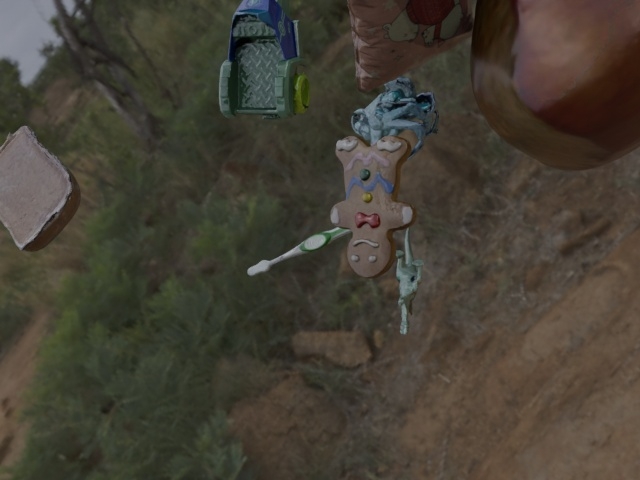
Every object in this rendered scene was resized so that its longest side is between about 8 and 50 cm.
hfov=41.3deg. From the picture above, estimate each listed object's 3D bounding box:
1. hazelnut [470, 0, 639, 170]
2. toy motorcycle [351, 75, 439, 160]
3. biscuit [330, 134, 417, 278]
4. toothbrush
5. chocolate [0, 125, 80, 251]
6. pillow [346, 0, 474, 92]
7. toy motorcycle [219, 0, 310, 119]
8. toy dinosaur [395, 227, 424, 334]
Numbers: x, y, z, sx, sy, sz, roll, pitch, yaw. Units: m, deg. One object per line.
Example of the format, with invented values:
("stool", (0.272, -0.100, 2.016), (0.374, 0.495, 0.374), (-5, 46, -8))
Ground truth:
("hazelnut", (0.386, -0.273, 1.205), (0.366, 0.365, 0.366), (-45, 21, 23))
("toy motorcycle", (0.206, -0.323, 2.344), (0.154, 0.206, 0.260), (-38, 0, -42))
("biscuit", (0.072, -0.047, 1.208), (0.138, 0.031, 0.205), (5, 94, 33))
("toothbrush", (-0.001, 0.000, 1.518), (0.304, 0.030, 0.030), (-25, 29, 19))
("chocolate", (-0.511, -0.088, 1.533), (0.161, 0.083, 0.261), (-47, 52, 3))
("pillow", (0.132, -0.336, 1.206), (0.223, 0.236, 0.084), (-36, 57, -13))
("toy motorcycle", (-0.139, -0.448, 1.985), (0.200, 0.191, 0.327), (-24, -65, -70))
("toy dinosaur", (0.135, 0.065, 1.297), (0.044, 0.106, 0.187), (-5, 23, 3))
